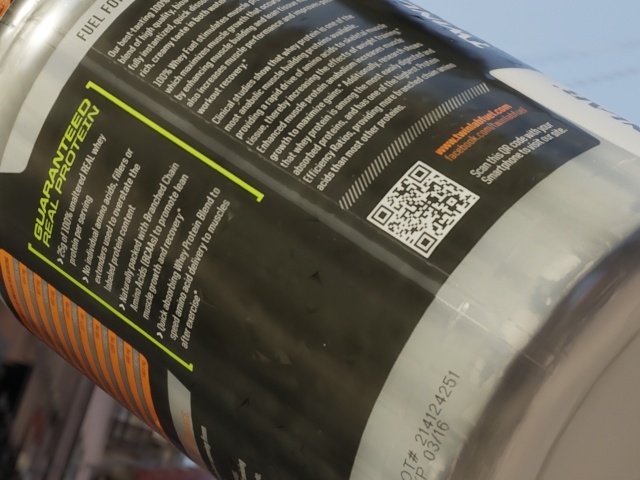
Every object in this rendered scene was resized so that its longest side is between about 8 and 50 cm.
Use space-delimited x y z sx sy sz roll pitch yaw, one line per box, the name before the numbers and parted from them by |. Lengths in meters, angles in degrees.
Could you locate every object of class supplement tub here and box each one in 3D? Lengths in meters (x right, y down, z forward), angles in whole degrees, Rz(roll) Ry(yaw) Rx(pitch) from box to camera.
supplement tub | 0.000 0.000 0.687 0.316 0.193 0.193 34 -13 33
